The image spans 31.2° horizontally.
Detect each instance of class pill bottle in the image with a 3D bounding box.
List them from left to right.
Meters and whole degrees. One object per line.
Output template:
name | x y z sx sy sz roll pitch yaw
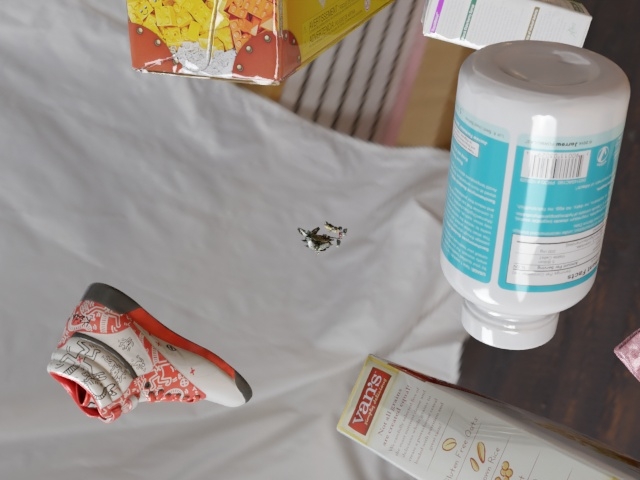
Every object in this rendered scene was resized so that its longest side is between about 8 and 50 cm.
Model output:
pill bottle | 0.184 -0.035 1.029 0.146 0.146 0.264 -130 36 -51

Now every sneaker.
sneaker | -0.221 0.183 1.466 0.090 0.270 0.145 -10 48 54

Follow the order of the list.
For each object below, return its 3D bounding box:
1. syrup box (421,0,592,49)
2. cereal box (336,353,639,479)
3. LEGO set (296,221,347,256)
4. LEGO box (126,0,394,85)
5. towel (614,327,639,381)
syrup box | 0.276 -0.335 1.731 0.093 0.237 0.096 -81 7 -67
cereal box | 0.141 0.123 0.489 0.240 0.173 0.047 22 88 52
LEGO set | 0.003 0.001 1.336 0.054 0.083 0.023 28 114 35
LEGO box | -0.048 -0.445 1.425 0.193 0.500 0.372 8 116 20
towel | 0.497 0.137 1.260 0.237 0.037 0.329 54 139 13
